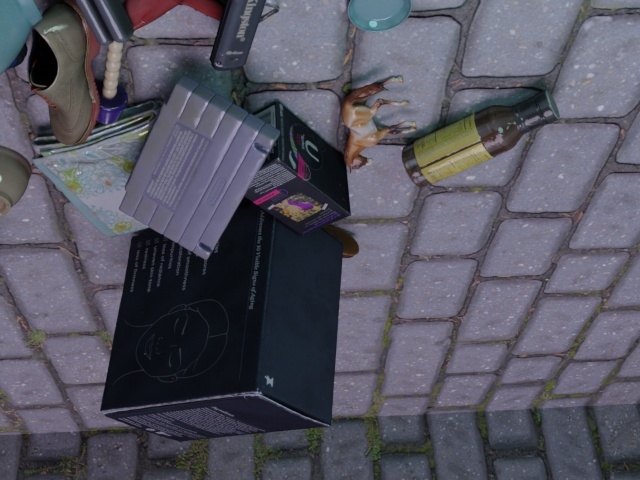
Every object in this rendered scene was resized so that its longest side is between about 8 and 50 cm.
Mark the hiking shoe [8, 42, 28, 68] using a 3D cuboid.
[{"bbox_3d":[-0.689,-0.311,1.629,0.304,0.132,0.113,-9,148,7],"label":"hiking shoe"}]

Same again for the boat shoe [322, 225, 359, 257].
[{"bbox_3d":[0.000,0.000,2.278,0.207,0.073,0.073,22,141,-25],"label":"boat shoe"}]

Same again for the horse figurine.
[{"bbox_3d":[0.110,-0.259,1.881,0.175,0.066,0.263,-16,149,7],"label":"horse figurine"}]

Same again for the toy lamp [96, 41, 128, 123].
[{"bbox_3d":[-0.400,-0.329,1.694,0.080,0.080,0.274,7,145,-18],"label":"toy lamp"}]

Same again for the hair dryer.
[{"bbox_3d":[-0.221,-0.418,1.542,0.294,0.080,0.223,-12,147,-2],"label":"hair dryer"}]

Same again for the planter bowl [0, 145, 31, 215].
[{"bbox_3d":[-0.730,-0.121,1.950,0.162,0.109,0.162,-3,147,-2],"label":"planter bowl"}]

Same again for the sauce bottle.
[{"bbox_3d":[0.349,-0.224,1.922,0.344,0.111,0.111,-21,144,27],"label":"sauce bottle"}]

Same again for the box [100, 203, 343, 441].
[{"bbox_3d":[-0.227,0.204,2.117,0.472,0.479,0.297,-14,148,33],"label":"box"}]

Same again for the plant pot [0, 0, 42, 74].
[{"bbox_3d":[-0.576,-0.393,1.414,0.196,0.293,0.293,-31,149,-9],"label":"plant pot"}]

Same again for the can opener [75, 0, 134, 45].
[{"bbox_3d":[-0.404,-0.442,1.442,0.074,0.093,0.280,1,135,31],"label":"can opener"}]

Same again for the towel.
[{"bbox_3d":[-0.417,-0.147,1.969,0.321,0.090,0.374,-12,147,14],"label":"towel"}]

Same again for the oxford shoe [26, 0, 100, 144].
[{"bbox_3d":[-0.496,-0.298,1.645,0.123,0.130,0.348,36,141,16],"label":"oxford shoe"}]

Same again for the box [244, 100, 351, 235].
[{"bbox_3d":[-0.066,-0.152,1.931,0.143,0.165,0.270,-22,144,28],"label":"box"}]

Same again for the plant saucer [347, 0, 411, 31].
[{"bbox_3d":[0.109,-0.438,1.634,0.119,0.021,0.119,-3,148,-2],"label":"plant saucer"}]

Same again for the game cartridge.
[{"bbox_3d":[-0.256,-0.143,1.795,0.230,0.068,0.355,33,126,-2],"label":"game cartridge"}]

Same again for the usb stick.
[{"bbox_3d":[-0.131,-0.408,1.525,0.077,0.045,0.278,-19,151,-35],"label":"usb stick"}]
